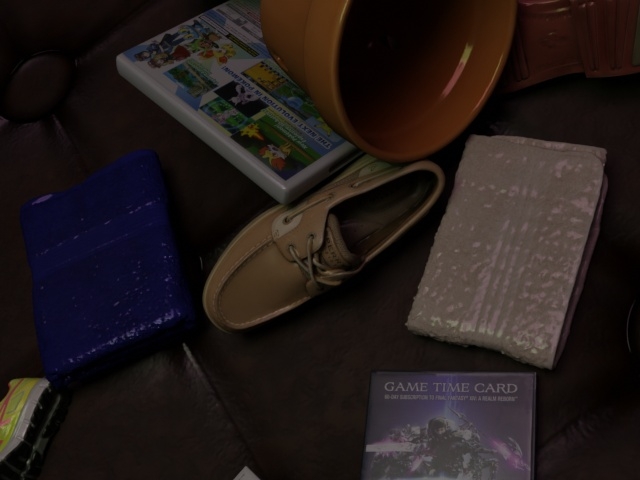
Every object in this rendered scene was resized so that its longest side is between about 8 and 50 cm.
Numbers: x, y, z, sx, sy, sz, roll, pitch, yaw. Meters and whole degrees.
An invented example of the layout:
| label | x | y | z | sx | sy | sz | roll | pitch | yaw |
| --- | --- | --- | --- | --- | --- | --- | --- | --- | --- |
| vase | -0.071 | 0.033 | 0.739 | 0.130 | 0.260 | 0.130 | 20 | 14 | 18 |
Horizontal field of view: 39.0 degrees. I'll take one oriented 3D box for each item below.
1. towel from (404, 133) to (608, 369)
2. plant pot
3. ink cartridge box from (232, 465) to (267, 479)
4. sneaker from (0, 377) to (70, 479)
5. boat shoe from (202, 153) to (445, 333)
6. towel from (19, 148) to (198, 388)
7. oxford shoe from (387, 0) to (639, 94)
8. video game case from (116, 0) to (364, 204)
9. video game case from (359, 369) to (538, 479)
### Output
| label | x | y | z | sx | sy | sz | roll | pitch | yaw |
| --- | --- | --- | --- | --- | --- | --- | --- | --- | --- |
| towel | 0.228 | 0.003 | 1.083 | 0.187 | 0.049 | 0.282 | 12 | 70 | 29 |
| plant pot | 0.065 | -0.264 | 1.082 | 0.291 | 0.291 | 0.203 | -50 | 47 | -7 |
| ink cartridge box | -0.045 | 0.318 | 1.006 | 0.122 | 0.088 | 0.052 | 37 | 79 | 32 |
| sneaker | -0.419 | 0.273 | 1.196 | 0.094 | 0.081 | 0.208 | 10 | 58 | 27 |
| boat shoe | 0.000 | 0.000 | 1.112 | 0.341 | 0.122 | 0.110 | -39 | 19 | -2 |
| towel | -0.296 | 0.036 | 1.264 | 0.227 | 0.076 | 0.308 | -24 | 55 | 6 |
| oxford shoe | 0.279 | -0.282 | 1.184 | 0.397 | 0.140 | 0.146 | 8 | 36 | 31 |
| video game case | -0.055 | -0.216 | 1.217 | 0.329 | 0.036 | 0.300 | 39 | 56 | 24 |
| video game case | 0.136 | 0.276 | 0.992 | 0.196 | 0.026 | 0.274 | -3 | 63 | 21 |
